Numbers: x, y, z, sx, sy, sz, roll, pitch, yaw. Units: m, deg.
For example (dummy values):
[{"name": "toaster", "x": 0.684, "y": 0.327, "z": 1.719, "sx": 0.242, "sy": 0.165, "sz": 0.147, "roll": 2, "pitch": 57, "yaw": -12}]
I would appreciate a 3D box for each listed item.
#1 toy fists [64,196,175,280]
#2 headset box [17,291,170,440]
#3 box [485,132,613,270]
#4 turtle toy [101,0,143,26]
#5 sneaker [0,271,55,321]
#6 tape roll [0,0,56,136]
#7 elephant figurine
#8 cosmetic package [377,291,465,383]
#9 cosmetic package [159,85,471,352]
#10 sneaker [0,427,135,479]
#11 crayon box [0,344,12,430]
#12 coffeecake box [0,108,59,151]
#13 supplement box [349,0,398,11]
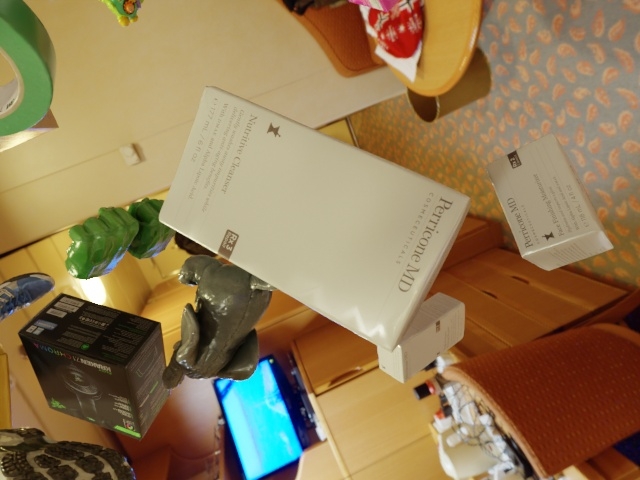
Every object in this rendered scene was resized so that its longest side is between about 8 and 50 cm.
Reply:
[{"name": "toy fists", "x": -0.418, "y": -0.020, "z": 0.947, "sx": 0.096, "sy": 0.142, "sz": 0.279, "roll": 49, "pitch": -150, "yaw": 7}, {"name": "headset box", "x": -0.484, "y": 0.288, "z": 0.965, "sx": 0.131, "sy": 0.246, "sz": 0.283, "roll": -65, "pitch": -12, "yaw": -53}, {"name": "box", "x": 0.399, "y": -0.058, "z": 0.756, "sx": 0.182, "sy": 0.119, "sz": 0.181, "roll": 15, "pitch": -125, "yaw": -50}, {"name": "turtle toy", "x": -0.487, "y": -0.599, "z": 1.080, "sx": 0.095, "sy": 0.066, "sz": 0.130, "roll": 48, "pitch": -151, "yaw": -26}, {"name": "sneaker", "x": -0.697, "y": 0.143, "z": 0.957, "sx": 0.081, "sy": 0.211, "sz": 0.080, "roll": 38, "pitch": 147, "yaw": 42}, {"name": "tape roll", "x": -0.601, "y": -0.293, "z": 0.676, "sx": 0.321, "sy": 0.321, "sz": 0.077, "roll": 82, "pitch": 177, "yaw": -64}, {"name": "elephant figurine", "x": -0.170, "y": 0.156, "z": 0.703, "sx": 0.186, "sy": 0.169, "sz": 0.240, "roll": 80, "pitch": -153, "yaw": -79}, {"name": "cosmetic package", "x": 0.249, "y": 0.232, "z": 1.059, "sx": 0.085, "sy": 0.231, "sz": 0.117, "roll": 23, "pitch": 130, "yaw": 47}, {"name": "cosmetic package", "x": -0.009, "y": -0.040, "z": 0.617, "sx": 0.385, "sy": 0.217, "sz": 0.156, "roll": 26, "pitch": -171, "yaw": 19}, {"name": "sneaker", "x": -0.409, "y": 0.386, "z": 0.606, "sx": 0.158, "sy": 0.410, "sz": 0.182, "roll": 19, "pitch": -109, "yaw": -55}, {"name": "crayon box", "x": -0.721, "y": 0.312, "z": 0.912, "sx": 0.322, "sy": 0.083, "sz": 0.203, "roll": 8, "pitch": 99, "yaw": 45}, {"name": "coffeecake box", "x": -0.698, "y": -0.242, "z": 0.928, "sx": 0.142, "sy": 0.185, "sz": 0.068, "roll": -55, "pitch": -52, "yaw": -71}, {"name": "supplement box", "x": 0.141, "y": -0.720, "z": 1.180, "sx": 0.114, "sy": 0.111, "sz": 0.220, "roll": 41, "pitch": -173, "yaw": -44}]
